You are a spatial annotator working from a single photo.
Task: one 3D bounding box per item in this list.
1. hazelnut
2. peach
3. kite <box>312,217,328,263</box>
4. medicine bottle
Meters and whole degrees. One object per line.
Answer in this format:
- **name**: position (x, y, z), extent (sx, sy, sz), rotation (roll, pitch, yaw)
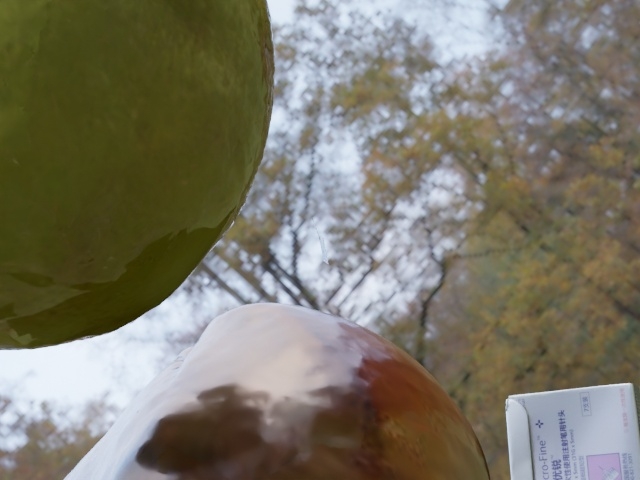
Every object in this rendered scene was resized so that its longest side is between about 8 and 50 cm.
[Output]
- **hazelnut**: position (-0.029, 0.232, 0.900), extent (0.372, 0.315, 0.372), rotation (-13, -62, -25)
- **peach**: position (-0.182, -0.089, 0.729), extent (0.314, 0.281, 0.315), rotation (38, -127, -50)
- **kite**: position (0.001, 0.005, 1.647), extent (0.002, 0.078, 0.044), rotation (-12, -61, -9)
- **medicine bottle**: position (0.325, 0.288, 1.520), extent (0.171, 0.201, 0.052), rotation (-8, -15, 23)
